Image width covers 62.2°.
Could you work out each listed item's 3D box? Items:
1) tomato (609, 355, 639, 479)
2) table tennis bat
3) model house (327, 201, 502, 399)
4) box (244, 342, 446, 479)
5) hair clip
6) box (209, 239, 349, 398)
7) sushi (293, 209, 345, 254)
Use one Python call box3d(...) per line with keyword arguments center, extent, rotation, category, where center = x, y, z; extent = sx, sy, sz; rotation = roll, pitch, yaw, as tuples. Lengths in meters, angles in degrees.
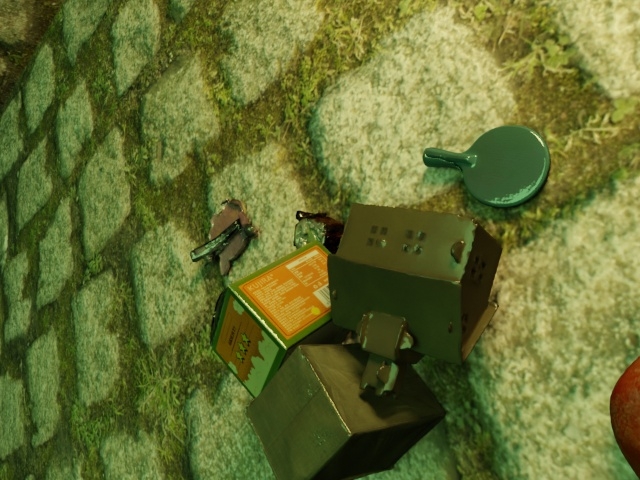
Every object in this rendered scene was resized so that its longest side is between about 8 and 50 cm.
box3d(center=(0.416, 0.193, 0.539), extent=(0.237, 0.095, 0.236), rotation=(-9, 76, 41), category="tomato")
box3d(center=(0.243, -0.117, 0.801), extent=(0.201, 0.033, 0.124), rotation=(16, 92, 41), category="table tennis bat")
box3d(center=(0.127, 0.098, 0.741), extent=(0.211, 0.204, 0.243), rotation=(11, 79, 41), category="model house")
box3d(center=(0.038, 0.253, 0.788), extent=(0.149, 0.231, 0.155), rotation=(-53, 51, 23), category="box")
box3d(center=(-0.221, -0.010, 1.212), extent=(0.187, 0.056, 0.146), rotation=(-41, 55, 20), category="hair clip")
box3d(center=(-0.054, 0.129, 0.868), extent=(0.148, 0.195, 0.177), rotation=(44, 137, 20), category="box")
box3d(center=(0.001, 0.001, 0.970), extent=(0.098, 0.084, 0.094), rotation=(30, 110, 44), category="sushi")
